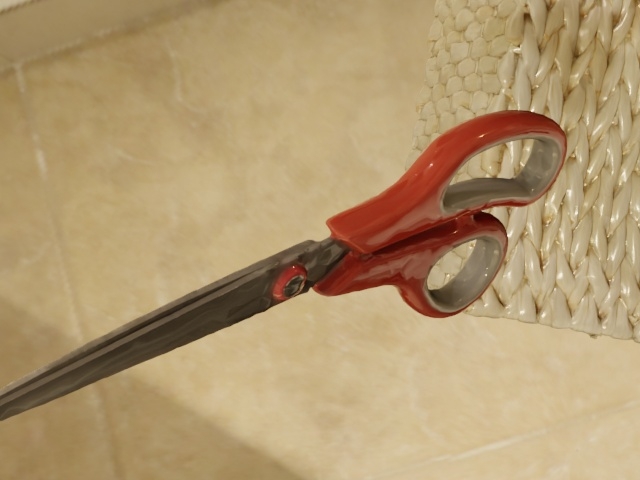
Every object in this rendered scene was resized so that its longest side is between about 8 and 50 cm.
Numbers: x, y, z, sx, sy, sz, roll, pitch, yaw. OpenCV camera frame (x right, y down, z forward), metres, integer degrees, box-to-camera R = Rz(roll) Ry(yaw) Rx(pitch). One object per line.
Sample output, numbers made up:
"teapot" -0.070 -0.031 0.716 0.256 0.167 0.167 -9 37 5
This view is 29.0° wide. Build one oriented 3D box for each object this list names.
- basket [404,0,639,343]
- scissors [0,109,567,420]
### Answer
"basket" 0.234 -0.091 1.066 0.266 0.331 0.328 9 96 -7
"scissors" 0.000 0.000 0.484 0.021 0.297 0.109 42 122 32
